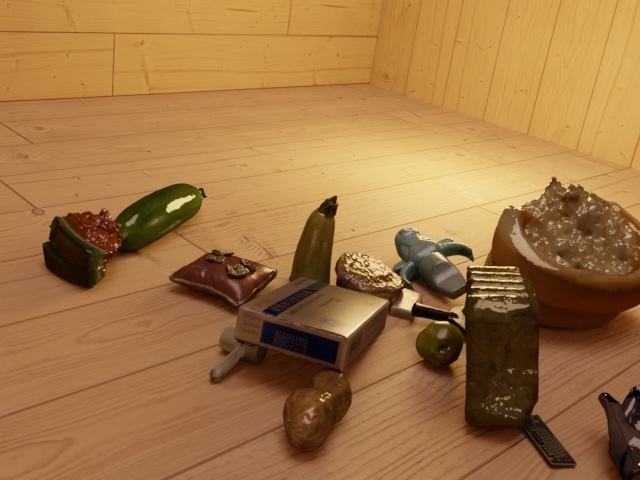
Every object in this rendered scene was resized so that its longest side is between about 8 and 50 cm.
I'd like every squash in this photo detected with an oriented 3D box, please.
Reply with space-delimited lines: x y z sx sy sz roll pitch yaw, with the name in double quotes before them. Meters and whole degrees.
"squash" -0.385 -0.070 1.812 0.107 0.107 0.395 15 23 15
"squash" 0.000 0.000 1.639 0.094 0.224 0.094 12 26 -6

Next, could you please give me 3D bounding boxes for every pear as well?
"pear" 0.231 0.197 1.421 0.092 0.092 0.097 2 23 -15

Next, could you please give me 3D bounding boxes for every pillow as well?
"pillow" -0.203 0.070 1.579 0.179 0.075 0.171 15 24 19

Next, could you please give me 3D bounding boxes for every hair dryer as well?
"hair dryer" -0.160 0.207 1.318 0.082 0.047 0.137 17 31 22

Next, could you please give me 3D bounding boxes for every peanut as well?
"peanut" -0.004 0.263 1.185 0.089 0.089 0.193 16 19 18

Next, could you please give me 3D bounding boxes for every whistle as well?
"whistle" 0.256 0.054 1.769 0.186 0.093 0.274 -27 36 -12

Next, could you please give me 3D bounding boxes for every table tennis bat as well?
"table tennis bat" 0.306 0.168 1.570 0.236 0.027 0.150 12 22 -7

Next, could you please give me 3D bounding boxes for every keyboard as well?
"keyboard" 0.374 0.331 1.242 0.049 0.015 0.129 2 23 -15

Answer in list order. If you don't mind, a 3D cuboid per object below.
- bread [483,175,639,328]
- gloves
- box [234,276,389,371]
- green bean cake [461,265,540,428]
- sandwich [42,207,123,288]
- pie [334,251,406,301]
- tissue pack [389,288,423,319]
"bread" 0.557 0.037 1.683 0.423 0.245 0.329 -7 65 -29
"gloves" 0.513 0.324 1.187 0.142 0.119 0.285 24 39 8
"box" -0.003 0.145 1.393 0.200 0.065 0.343 15 10 15
"green bean cake" 0.310 0.178 1.280 0.124 0.236 0.233 0 18 13
"sandwich" -0.485 0.018 1.575 0.184 0.109 0.160 32 31 33
"pie" 0.107 0.088 1.643 0.163 0.079 0.193 11 22 6
"tissue pack" 0.189 0.137 1.626 0.056 0.023 0.108 15 24 11
